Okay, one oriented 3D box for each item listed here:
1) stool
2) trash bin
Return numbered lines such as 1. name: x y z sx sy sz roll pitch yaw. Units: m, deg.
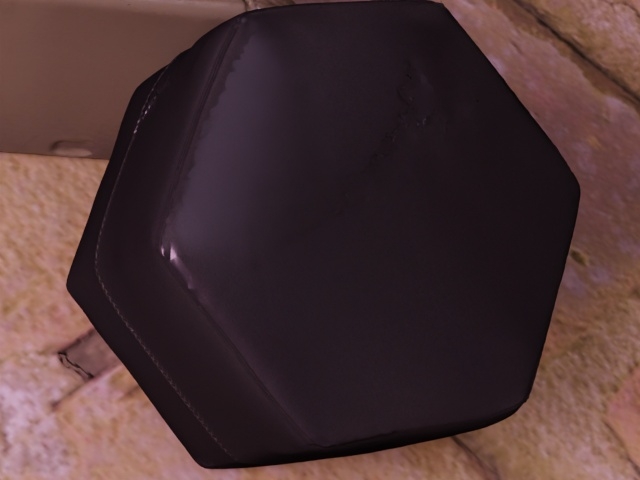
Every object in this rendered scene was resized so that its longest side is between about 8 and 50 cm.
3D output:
1. stool: 0.000 0.000 0.918 0.232 0.141 0.232 7 75 -29
2. trash bin: -0.142 -0.173 1.041 0.243 0.121 0.247 4 49 -25
